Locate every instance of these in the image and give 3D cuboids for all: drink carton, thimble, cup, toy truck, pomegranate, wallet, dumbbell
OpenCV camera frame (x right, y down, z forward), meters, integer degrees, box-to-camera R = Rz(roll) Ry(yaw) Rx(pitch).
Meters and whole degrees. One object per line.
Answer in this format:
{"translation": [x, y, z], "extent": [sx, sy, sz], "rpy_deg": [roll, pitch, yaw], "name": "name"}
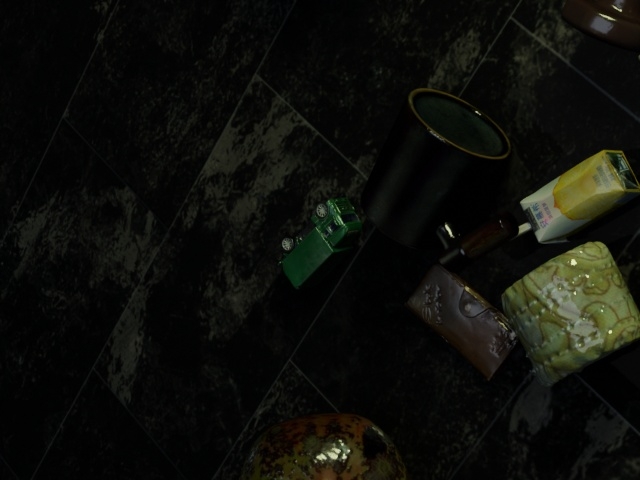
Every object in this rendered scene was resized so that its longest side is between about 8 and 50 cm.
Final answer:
{"translation": [0.331, -0.045, 1.695], "extent": [0.200, 0.074, 0.084], "rpy_deg": [-34, 74, 35], "name": "drink carton"}
{"translation": [0.332, 0.102, 1.674], "extent": [0.190, 0.137, 0.144], "rpy_deg": [-42, 72, 48], "name": "thimble"}
{"translation": [0.162, -0.074, 1.741], "extent": [0.177, 0.166, 0.239], "rpy_deg": [-59, 28, 29], "name": "cup"}
{"translation": [0.000, 0.000, 1.953], "extent": [0.147, 0.065, 0.079], "rpy_deg": [-47, 70, 30], "name": "toy truck"}
{"translation": [0.006, 0.385, 1.809], "extent": [0.284, 0.341, 0.285], "rpy_deg": [0, 85, -3], "name": "pomegranate"}
{"translation": [0.208, 0.116, 1.833], "extent": [0.176, 0.026, 0.095], "rpy_deg": [44, 116, 25], "name": "wallet"}
{"translation": [0.404, -0.355, 1.571], "extent": [0.140, 0.124, 0.225], "rpy_deg": [-122, 48, -59], "name": "dumbbell"}

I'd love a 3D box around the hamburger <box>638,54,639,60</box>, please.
{"translation": [0.505, -0.223, 1.439], "extent": [0.274, 0.274, 0.212], "rpy_deg": [23, 144, 33], "name": "hamburger"}
